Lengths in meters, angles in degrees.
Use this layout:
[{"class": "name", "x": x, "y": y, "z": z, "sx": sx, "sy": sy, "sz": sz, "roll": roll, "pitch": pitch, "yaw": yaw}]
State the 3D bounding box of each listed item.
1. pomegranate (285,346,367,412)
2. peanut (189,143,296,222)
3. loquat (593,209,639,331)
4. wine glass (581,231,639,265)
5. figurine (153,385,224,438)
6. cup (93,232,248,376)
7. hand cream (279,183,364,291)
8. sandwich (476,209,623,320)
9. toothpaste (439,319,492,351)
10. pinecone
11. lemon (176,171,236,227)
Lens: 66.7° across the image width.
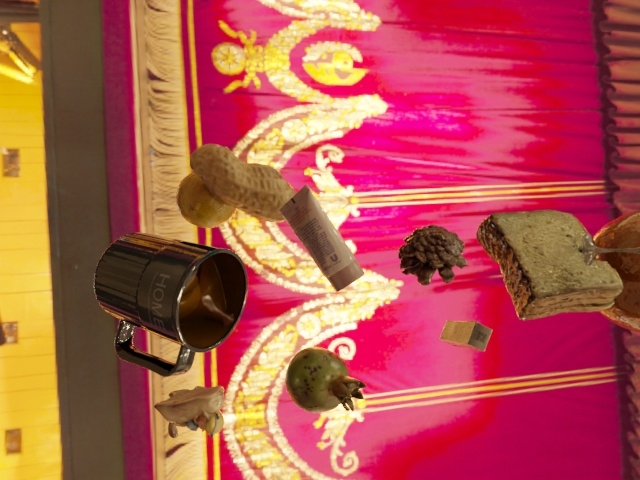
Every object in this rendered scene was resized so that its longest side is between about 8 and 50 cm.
[{"class": "pomegranate", "x": 0.024, "y": 0.481, "z": 1.615, "sx": 0.286, "sy": 0.231, "sz": 0.230, "roll": 21, "pitch": -59, "yaw": 29}, {"class": "peanut", "x": -0.203, "y": -0.155, "z": 1.333, "sx": 0.153, "sy": 0.325, "sz": 0.140, "roll": -61, "pitch": -160, "yaw": -6}, {"class": "loquat", "x": 0.857, "y": 0.081, "z": 1.262, "sx": 0.328, "sy": 0.329, "sz": 0.328, "roll": 177, "pitch": -90, "yaw": -76}, {"class": "wine glass", "x": 0.645, "y": 0.017, "z": 0.923, "sx": 0.262, "sy": 0.074, "sz": 0.074, "roll": -1, "pitch": -88, "yaw": 49}, {"class": "figurine", "x": -0.136, "y": 0.189, "z": 0.533, "sx": 0.047, "sy": 0.083, "sz": 0.050, "roll": -37, "pitch": 112, "yaw": -63}, {"class": "cup", "x": -0.365, "y": 0.140, "z": 1.194, "sx": 0.242, "sy": 0.292, "sz": 0.307, "roll": -35, "pitch": 131, "yaw": -52}, {"class": "hand cream", "x": 0.000, "y": 0.000, "z": 1.139, "sx": 0.133, "sy": 0.083, "sz": 0.247, "roll": -34, "pitch": -92, "yaw": 47}, {"class": "sandwich", "x": 0.530, "y": 0.044, "z": 1.130, "sx": 0.095, "sy": 0.249, "sz": 0.273, "roll": 94, "pitch": -12, "yaw": -45}, {"class": "toothpaste", "x": 0.501, "y": 0.328, "z": 1.701, "sx": 0.336, "sy": 0.067, "sz": 0.081, "roll": 98, "pitch": 17, "yaw": -81}, {"class": "pinecone", "x": 0.358, "y": 0.051, "z": 1.568, "sx": 0.202, "sy": 0.229, "sz": 0.201, "roll": 51, "pitch": -41, "yaw": -3}, {"class": "lemon", "x": -0.334, "y": -0.126, "z": 1.448, "sx": 0.203, "sy": 0.179, "sz": 0.178, "roll": -60, "pitch": 153, "yaw": -69}]
